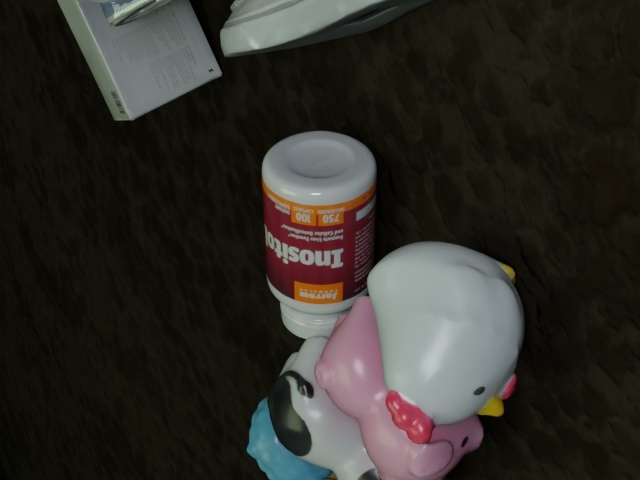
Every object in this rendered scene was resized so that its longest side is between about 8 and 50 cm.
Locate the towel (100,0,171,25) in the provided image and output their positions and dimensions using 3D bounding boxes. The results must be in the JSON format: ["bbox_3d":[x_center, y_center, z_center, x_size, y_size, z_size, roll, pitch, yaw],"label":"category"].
[{"bbox_3d":[-0.133,-0.323,0.940,0.209,0.034,0.285,-20,91,36],"label":"towel"}]

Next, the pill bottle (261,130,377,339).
[{"bbox_3d":[0.000,0.000,0.961,0.086,0.086,0.152,45,147,43],"label":"pill bottle"}]

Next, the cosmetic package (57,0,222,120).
[{"bbox_3d":[-0.184,-0.233,1.108,0.060,0.099,0.239,11,127,65],"label":"cosmetic package"}]

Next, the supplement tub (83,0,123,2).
[{"bbox_3d":[-0.113,-0.321,0.716,0.241,0.241,0.331,60,148,20],"label":"supplement tub"}]

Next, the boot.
[{"bbox_3d":[0.004,-0.197,0.811,0.258,0.095,0.123,-8,96,57],"label":"boot"}]

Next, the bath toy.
[{"bbox_3d":[0.047,0.126,0.908,0.348,0.151,0.129,124,165,-59],"label":"bath toy"}]
